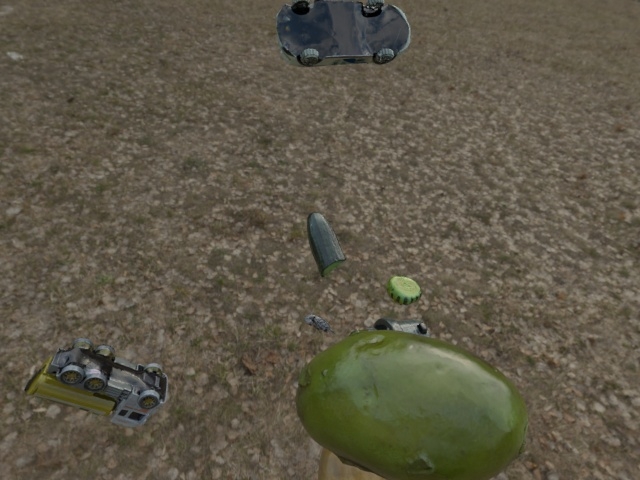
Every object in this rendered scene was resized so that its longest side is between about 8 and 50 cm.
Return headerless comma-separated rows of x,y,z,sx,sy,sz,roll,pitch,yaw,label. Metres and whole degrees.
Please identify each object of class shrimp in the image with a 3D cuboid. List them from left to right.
0.003,0.400,1.897,0.165,0.057,0.065,31,43,11,shrimp

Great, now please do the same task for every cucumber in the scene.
0.000,0.000,1.481,0.115,0.063,0.244,-30,65,17,cucumber

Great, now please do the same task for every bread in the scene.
0.331,0.202,1.609,0.139,0.071,0.130,-7,47,-27,bread

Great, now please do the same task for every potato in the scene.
0.079,0.471,0.833,0.145,0.150,0.234,-7,51,26,potato
0.088,0.189,0.445,0.253,0.187,0.149,-10,27,35,potato

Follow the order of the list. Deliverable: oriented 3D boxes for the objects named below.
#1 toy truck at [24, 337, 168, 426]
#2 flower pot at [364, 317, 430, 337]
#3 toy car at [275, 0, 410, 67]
-0.227,0.151,0.418,0.123,0.063,0.052,33,11,-27,toy truck
0.357,0.507,1.890,0.282,0.299,0.299,2,42,-19,flower pot
0.035,-0.302,0.591,0.204,0.056,0.096,-8,84,-17,toy car
